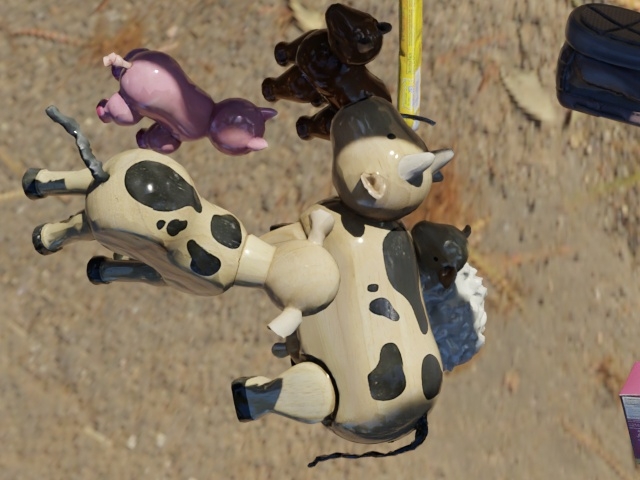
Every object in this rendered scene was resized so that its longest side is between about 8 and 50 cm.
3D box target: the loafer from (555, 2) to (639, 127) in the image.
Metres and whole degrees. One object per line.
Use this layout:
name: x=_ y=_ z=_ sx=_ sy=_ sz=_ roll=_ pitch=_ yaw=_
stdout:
loafer: x=0.354 y=-0.120 z=1.430 sx=0.302 sy=0.109 sz=0.095 roll=22 pitch=125 yaw=12

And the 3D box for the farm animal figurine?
farm animal figurine: x=0.000 y=0.000 z=1.051 sx=0.172 sy=0.330 sz=0.326 roll=-5 pitch=114 yaw=38

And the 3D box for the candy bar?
candy bar: x=0.071 y=-0.156 z=1.298 sx=0.018 sy=0.040 sz=0.161 roll=7 pitch=114 yaw=15

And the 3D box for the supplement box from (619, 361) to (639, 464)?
supplement box: x=0.312 y=0.162 z=1.502 sx=0.043 sy=0.055 sz=0.083 roll=0 pitch=122 yaw=32
